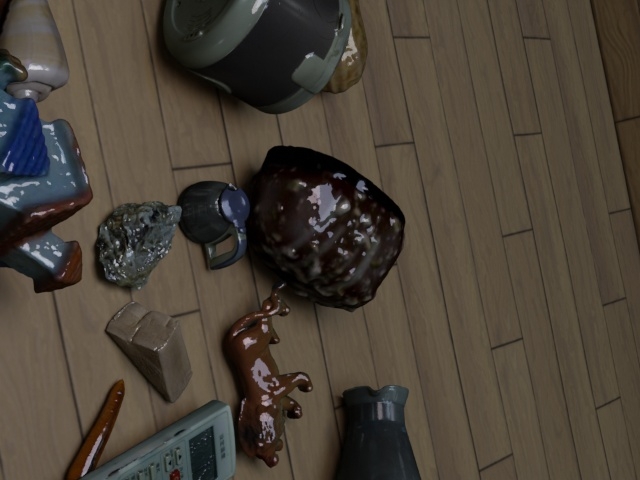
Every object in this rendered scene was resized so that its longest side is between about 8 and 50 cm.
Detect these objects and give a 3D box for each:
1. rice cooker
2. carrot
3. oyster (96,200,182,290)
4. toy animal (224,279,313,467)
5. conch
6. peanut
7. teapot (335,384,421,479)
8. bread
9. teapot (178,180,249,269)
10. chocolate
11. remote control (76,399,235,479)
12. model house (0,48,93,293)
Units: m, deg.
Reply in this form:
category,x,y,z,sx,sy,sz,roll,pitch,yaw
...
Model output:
category,x,y,z,sx,sy,sz,roll,pitch,yaw
rice cooker,-0.109,-0.384,1.863,0.277,0.288,0.288,26,63,-43
carrot,-0.340,0.298,1.633,0.037,0.037,0.190,46,50,-31
oyster,-0.298,-0.002,1.726,0.125,0.064,0.177,39,57,-40
toy animal,-0.104,0.242,1.864,0.157,0.097,0.312,-17,93,-42
conch,-0.462,-0.296,1.591,0.158,0.127,0.255,2,54,-18
peanut,0.016,-0.456,2.111,0.153,0.140,0.325,24,56,-72
teapot,0.112,0.403,2.026,0.203,0.171,0.225,62,26,-66
bread,-0.278,0.185,1.735,0.077,0.105,0.152,-54,152,-40
teapot,-0.181,-0.037,1.825,0.111,0.108,0.149,30,60,-38
chocolate,0.000,0.000,1.939,0.340,0.225,0.210,39,64,-35
remote control,-0.264,0.383,1.660,0.344,0.050,0.145,-27,122,-47
model house,-0.413,-0.089,1.398,0.329,0.295,0.252,35,51,-25
